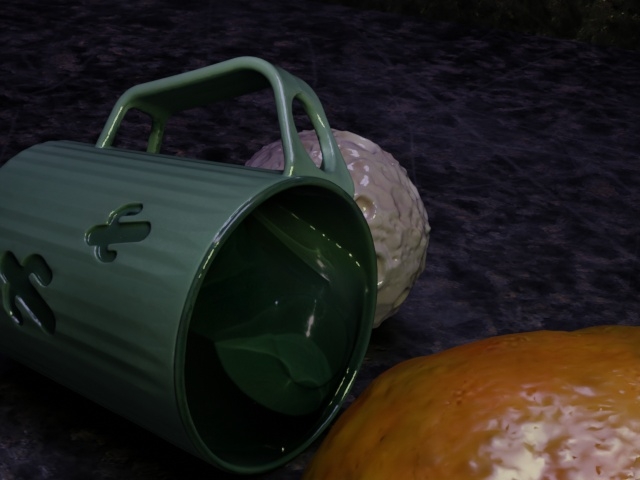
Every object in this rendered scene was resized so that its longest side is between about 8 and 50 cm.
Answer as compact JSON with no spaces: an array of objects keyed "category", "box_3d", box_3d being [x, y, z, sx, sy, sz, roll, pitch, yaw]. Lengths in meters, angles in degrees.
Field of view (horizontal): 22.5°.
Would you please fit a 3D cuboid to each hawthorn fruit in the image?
[{"category":"hawthorn fruit","box_3d":[0.171,0.272,1.039,0.472,0.472,0.472,3,23,-1]}]

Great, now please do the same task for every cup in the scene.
[{"category":"cup","box_3d":[-0.143,0.019,1.750,0.392,0.310,0.401,16,58,36]}]

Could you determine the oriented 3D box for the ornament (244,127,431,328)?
[{"category":"ornament","box_3d":[0.000,0.000,1.934,0.259,0.259,0.225,14,39,22]}]
